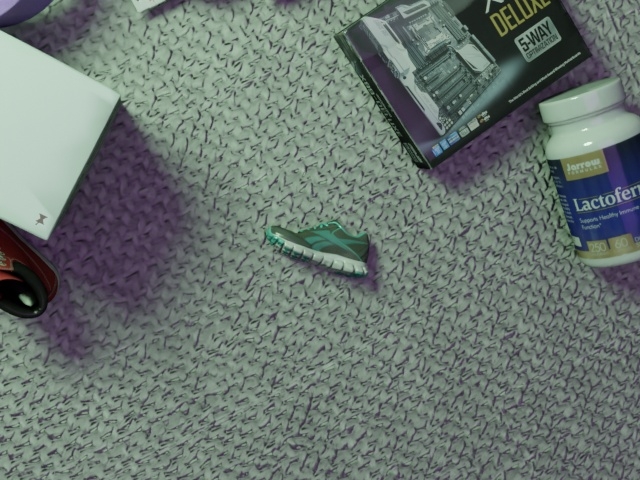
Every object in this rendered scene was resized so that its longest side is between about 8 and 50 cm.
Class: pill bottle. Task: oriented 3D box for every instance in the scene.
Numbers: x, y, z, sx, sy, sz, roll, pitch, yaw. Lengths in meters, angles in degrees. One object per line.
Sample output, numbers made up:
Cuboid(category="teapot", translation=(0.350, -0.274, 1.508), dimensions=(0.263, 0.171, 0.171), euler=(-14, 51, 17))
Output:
Cuboid(category="pill bottle", translation=(0.431, -0.104, 1.420), dimensions=(0.153, 0.153, 0.264), euler=(-22, 99, -8))

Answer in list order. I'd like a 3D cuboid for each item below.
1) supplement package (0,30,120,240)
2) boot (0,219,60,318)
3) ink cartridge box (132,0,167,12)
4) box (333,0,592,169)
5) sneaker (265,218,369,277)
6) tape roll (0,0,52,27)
Cuboid(category="supplement package", translation=(-0.385, -0.142, 1.195), dimensions=(0.199, 0.263, 0.198), euler=(27, 91, -13))
Cuboid(category="boot", translation=(-0.457, 0.007, 1.243), dimensions=(0.244, 0.176, 0.088), euler=(41, 89, -11))
Cuboid(category="ink cartridge box", translation=(-0.232, -0.359, 1.322), dimensions=(0.083, 0.028, 0.048), euler=(-28, 101, -7))
Cuboid(category="box", translation=(0.213, -0.291, 1.393), dimensions=(0.307, 0.076, 0.242), euler=(-35, 101, -5))
Cuboid(category="sneaker", translation=(0.000, 0.000, 1.401), dimensions=(0.167, 0.065, 0.076), euler=(19, 76, -16))
Cuboid(category="tape roll", translation=(-0.452, -0.410, 1.190), dimensions=(0.275, 0.090, 0.274), euler=(3, 104, 12))
